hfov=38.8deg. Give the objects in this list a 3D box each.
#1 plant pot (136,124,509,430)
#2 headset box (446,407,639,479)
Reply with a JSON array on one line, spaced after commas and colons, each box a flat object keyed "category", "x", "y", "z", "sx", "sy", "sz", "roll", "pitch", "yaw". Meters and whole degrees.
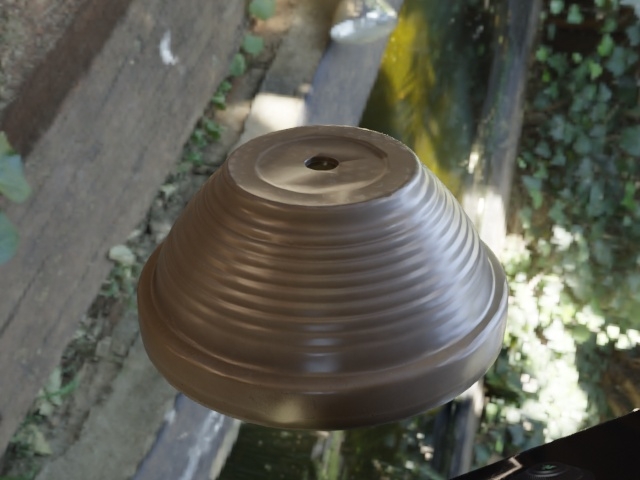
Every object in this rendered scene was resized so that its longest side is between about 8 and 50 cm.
[{"category": "plant pot", "x": 0.000, "y": 0.000, "z": 0.568, "sx": 0.237, "sy": 0.237, "sz": 0.110, "roll": -55, "pitch": 149, "yaw": -54}, {"category": "headset box", "x": 0.118, "y": 0.195, "z": 0.454, "sx": 0.246, "sy": 0.283, "sz": 0.131, "roll": 43, "pitch": 26, "yaw": -58}]
